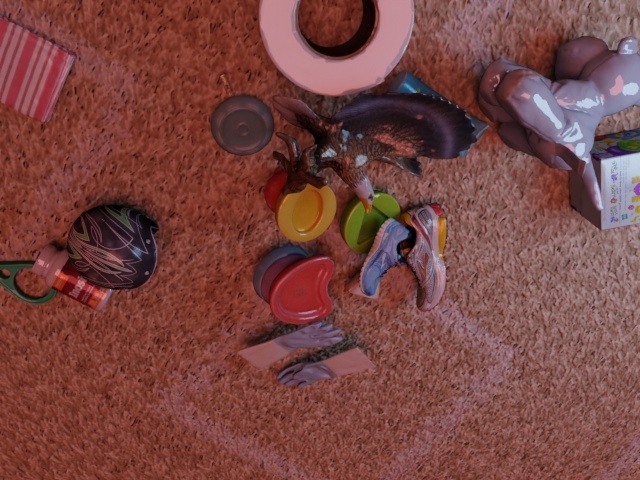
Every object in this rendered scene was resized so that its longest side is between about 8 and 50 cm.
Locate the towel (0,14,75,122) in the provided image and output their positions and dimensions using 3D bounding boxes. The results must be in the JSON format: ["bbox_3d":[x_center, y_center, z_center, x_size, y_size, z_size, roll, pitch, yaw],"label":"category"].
[{"bbox_3d":[-0.552,-0.315,1.103,0.197,0.029,0.144,27,109,-11],"label":"towel"}]

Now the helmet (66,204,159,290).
[{"bbox_3d":[-0.388,0.013,1.171,0.169,0.161,0.170,-2,109,-5],"label":"helmet"}]

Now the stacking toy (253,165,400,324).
[{"bbox_3d":[0.000,0.000,1.255,0.279,0.130,0.309,-5,119,-30],"label":"stacking toy"}]

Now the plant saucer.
[{"bbox_3d":[-0.145,-0.210,1.164,0.119,0.021,0.119,-5,121,-8],"label":"plant saucer"}]

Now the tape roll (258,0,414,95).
[{"bbox_3d":[0.020,-0.376,1.036,0.246,0.169,0.246,-2,113,-4],"label":"tape roll"}]

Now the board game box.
[{"bbox_3d":[0.640,-0.132,1.193,0.275,0.142,0.144,-10,113,1],"label":"board game box"}]

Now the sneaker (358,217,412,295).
[{"bbox_3d":[0.127,0.041,1.211,0.073,0.063,0.162,26,108,15],"label":"sneaker"}]

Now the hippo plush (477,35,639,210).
[{"bbox_3d":[0.434,-0.261,1.068,0.236,0.294,0.234,-42,131,5],"label":"hippo plush"}]

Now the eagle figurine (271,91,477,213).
[{"bbox_3d":[0.074,-0.158,1.055,0.298,0.226,0.225,-27,140,-19],"label":"eagle figurine"}]

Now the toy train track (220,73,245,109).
[{"bbox_3d":[-0.166,-0.268,1.150,0.048,0.014,0.083,-21,119,-2],"label":"toy train track"}]

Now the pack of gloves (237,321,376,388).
[{"bbox_3d":[-0.027,0.239,1.337,0.232,0.046,0.195,-22,132,24],"label":"pack of gloves"}]

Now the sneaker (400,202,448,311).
[{"bbox_3d":[0.201,0.036,1.265,0.092,0.088,0.225,-7,105,-11],"label":"sneaker"}]

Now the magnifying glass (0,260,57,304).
[{"bbox_3d":[-0.644,0.063,1.254,0.230,0.026,0.092,23,109,-12],"label":"magnifying glass"}]

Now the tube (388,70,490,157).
[{"bbox_3d":[0.221,-0.241,1.176,0.207,0.052,0.080,30,117,-22],"label":"tube"}]

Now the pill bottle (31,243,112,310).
[{"bbox_3d":[-0.485,0.071,1.234,0.152,0.086,0.086,30,108,-15],"label":"pill bottle"}]
